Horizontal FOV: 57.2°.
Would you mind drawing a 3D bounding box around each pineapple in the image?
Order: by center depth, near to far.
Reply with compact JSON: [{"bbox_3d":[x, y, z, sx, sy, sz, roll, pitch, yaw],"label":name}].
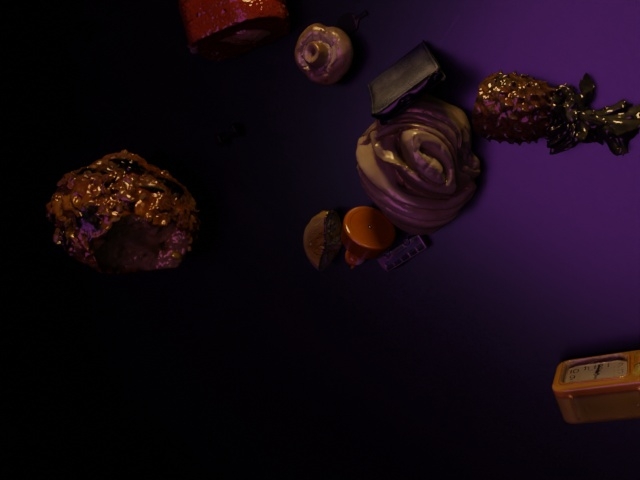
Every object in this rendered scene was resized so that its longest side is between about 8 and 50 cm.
[{"bbox_3d":[0.467,-0.254,1.159,0.310,0.141,0.170,14,83,19],"label":"pineapple"}]

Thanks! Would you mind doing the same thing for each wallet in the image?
[{"bbox_3d":[0.176,-0.338,1.251,0.167,0.222,0.036,-36,116,20],"label":"wallet"}]

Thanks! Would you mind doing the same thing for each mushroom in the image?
[{"bbox_3d":[0.008,-0.438,1.383,0.148,0.112,0.147,10,106,37],"label":"mushroom"}]

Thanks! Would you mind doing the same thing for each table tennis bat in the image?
[{"bbox_3d":[0.075,-0.519,1.386,0.083,0.007,0.050,-21,90,33],"label":"table tennis bat"}]

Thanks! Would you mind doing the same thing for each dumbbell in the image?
[{"bbox_3d":[-0.252,-0.289,1.608,0.083,0.040,0.035,-26,56,31],"label":"dumbbell"}]

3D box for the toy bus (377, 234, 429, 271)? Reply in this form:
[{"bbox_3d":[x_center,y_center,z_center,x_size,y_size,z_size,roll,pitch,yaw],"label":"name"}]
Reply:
[{"bbox_3d":[0.202,0.028,1.425,0.131,0.037,0.052,-35,88,30],"label":"toy bus"}]

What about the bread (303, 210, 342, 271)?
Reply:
[{"bbox_3d":[0.000,0.000,1.505,0.095,0.083,0.157,2,100,32],"label":"bread"}]

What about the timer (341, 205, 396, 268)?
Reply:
[{"bbox_3d":[0.100,0.011,1.447,0.132,0.132,0.152,42,142,15],"label":"timer"}]

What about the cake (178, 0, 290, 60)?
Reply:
[{"bbox_3d":[-0.217,-0.552,1.446,0.283,0.177,0.150,-10,97,30],"label":"cake"}]

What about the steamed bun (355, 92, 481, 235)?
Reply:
[{"bbox_3d":[0.199,-0.163,1.283,0.276,0.203,0.289,32,116,22],"label":"steamed bun"}]

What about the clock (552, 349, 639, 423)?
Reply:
[{"bbox_3d":[0.593,0.297,1.202,0.202,0.143,0.096,-19,99,31],"label":"clock"}]

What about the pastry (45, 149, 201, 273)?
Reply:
[{"bbox_3d":[-0.539,-0.086,1.631,0.337,0.406,0.292,55,126,34],"label":"pastry"}]
